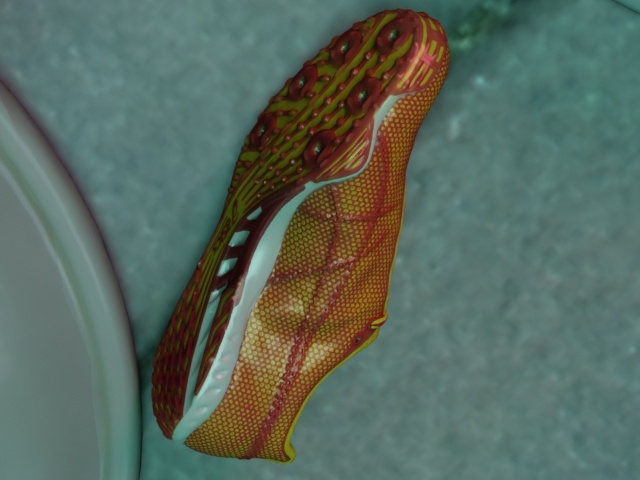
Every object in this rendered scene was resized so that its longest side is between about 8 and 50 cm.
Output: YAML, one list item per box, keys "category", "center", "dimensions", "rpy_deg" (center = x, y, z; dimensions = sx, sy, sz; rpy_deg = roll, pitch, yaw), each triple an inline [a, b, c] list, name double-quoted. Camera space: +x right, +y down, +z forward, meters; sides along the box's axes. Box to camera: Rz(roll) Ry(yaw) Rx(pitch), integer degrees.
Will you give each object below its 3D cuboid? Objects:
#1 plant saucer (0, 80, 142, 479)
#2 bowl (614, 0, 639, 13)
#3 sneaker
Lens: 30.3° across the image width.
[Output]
- category: "plant saucer"
  center: [-0.263, 0.077, 0.395]
  dimensions: [0.400, 0.100, 0.400]
  rpy_deg: [-1, 108, -4]
- category: "bowl"
  center: [0.175, -0.191, 0.318]
  dimensions: [0.298, 0.134, 0.298]
  rpy_deg: [-1, 108, -3]
- category: "sneaker"
  center: [0.000, 0.000, 0.416]
  dimensions: [0.067, 0.064, 0.175]
  rpy_deg: [17, 113, -30]
